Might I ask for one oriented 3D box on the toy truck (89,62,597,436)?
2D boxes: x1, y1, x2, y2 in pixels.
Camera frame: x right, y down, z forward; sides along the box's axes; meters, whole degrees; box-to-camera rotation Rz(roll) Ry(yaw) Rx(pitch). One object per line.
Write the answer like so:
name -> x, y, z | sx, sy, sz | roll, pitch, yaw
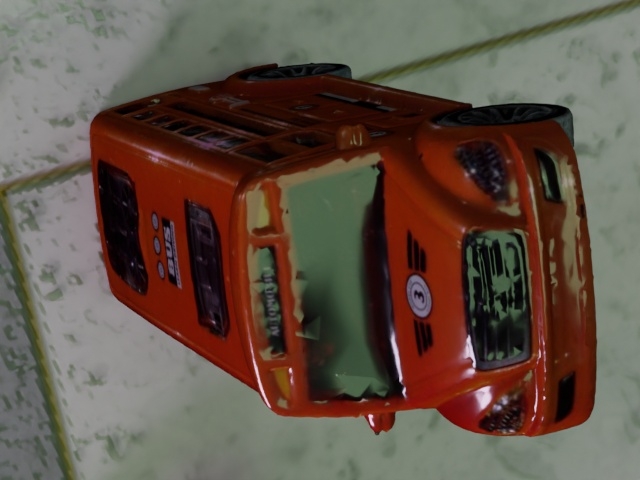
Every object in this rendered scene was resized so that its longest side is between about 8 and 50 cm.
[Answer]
toy truck -> 0.000, 0.000, 0.650 | 0.114, 0.252, 0.108 | -11, 104, -22
